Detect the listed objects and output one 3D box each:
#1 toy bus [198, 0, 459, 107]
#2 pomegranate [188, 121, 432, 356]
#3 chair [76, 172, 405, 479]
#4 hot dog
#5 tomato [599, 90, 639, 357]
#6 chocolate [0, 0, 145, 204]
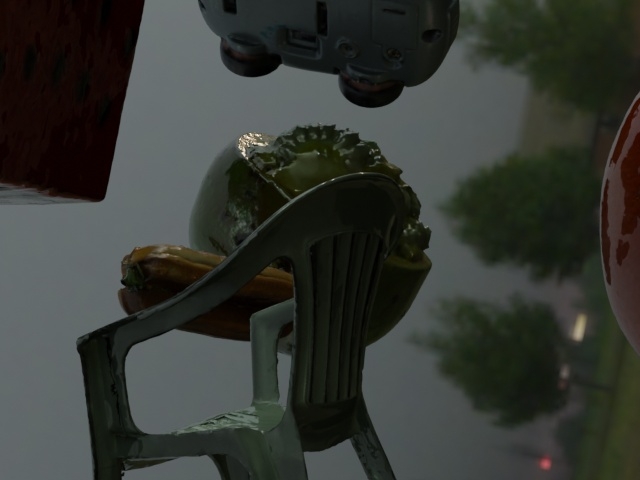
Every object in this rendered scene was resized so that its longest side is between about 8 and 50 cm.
[{"bbox_3d":[0.016,-0.287,1.899,0.194,0.287,0.232,89,-162,-46],"label":"toy bus"},{"bbox_3d":[0.000,0.000,1.979,0.340,0.260,0.260,12,-90,-70],"label":"pomegranate"},{"bbox_3d":[-0.026,0.113,1.109,0.203,0.190,0.275,-8,-94,-59],"label":"chair"},{"bbox_3d":[-0.093,0.042,1.546,0.072,0.188,0.055,-64,35,18],"label":"hot dog"},{"bbox_3d":[0.377,0.000,1.386,0.273,0.341,0.341,64,-142,-70],"label":"tomato"},{"bbox_3d":[-0.273,-0.201,1.537,0.360,0.161,0.341,15,-94,-74],"label":"chocolate"}]
